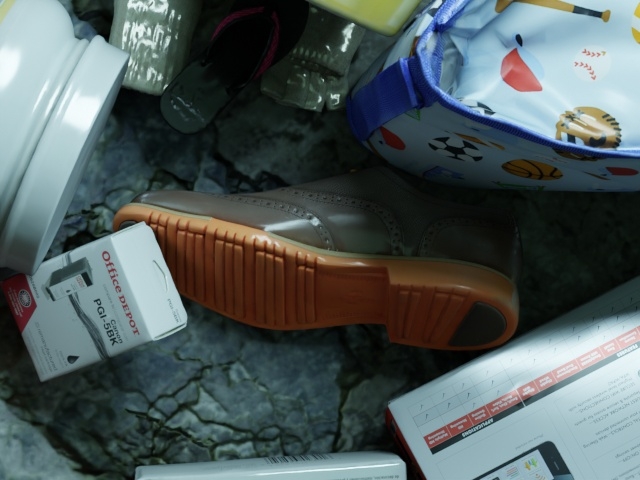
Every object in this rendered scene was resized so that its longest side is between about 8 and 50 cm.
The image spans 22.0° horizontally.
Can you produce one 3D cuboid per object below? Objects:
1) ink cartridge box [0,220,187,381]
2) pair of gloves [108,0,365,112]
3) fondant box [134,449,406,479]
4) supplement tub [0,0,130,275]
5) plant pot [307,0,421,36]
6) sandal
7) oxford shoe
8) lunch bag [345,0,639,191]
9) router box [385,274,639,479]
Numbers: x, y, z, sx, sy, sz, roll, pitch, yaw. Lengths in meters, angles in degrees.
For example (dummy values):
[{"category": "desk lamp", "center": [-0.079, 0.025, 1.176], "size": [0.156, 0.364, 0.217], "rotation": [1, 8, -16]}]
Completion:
[{"category": "ink cartridge box", "center": [-0.196, 0.054, 1.419], "size": [0.135, 0.056, 0.099], "rotation": [-22, 92, 31]}, {"category": "pair of gloves", "center": [-0.076, -0.221, 1.478], "size": [0.240, 0.042, 0.204], "rotation": [4, 84, -12]}, {"category": "fondant box", "center": [-0.039, 0.359, 1.449], "size": [0.238, 0.096, 0.330], "rotation": [-3, 89, -7]}, {"category": "supplement tub", "center": [-0.347, -0.128, 1.345], "size": [0.331, 0.241, 0.241], "rotation": [24, 87, -5]}, {"category": "plant pot", "center": [0.038, -0.302, 1.284], "size": [0.254, 0.254, 0.239], "rotation": [27, 102, -5]}, {"category": "sandal", "center": [-0.069, -0.165, 1.431], "size": [0.067, 0.040, 0.179], "rotation": [40, 79, -5]}, {"category": "oxford shoe", "center": [0.000, 0.000, 1.464], "size": [0.363, 0.130, 0.133], "rotation": [12, 55, 0]}, {"category": "lunch bag", "center": [0.228, -0.154, 1.364], "size": [0.385, 0.328, 0.239], "rotation": [-10, 88, -8]}, {"category": "router box", "center": [0.271, 0.207, 1.446], "size": [0.335, 0.082, 0.301], "rotation": [-26, 73, -6]}]
